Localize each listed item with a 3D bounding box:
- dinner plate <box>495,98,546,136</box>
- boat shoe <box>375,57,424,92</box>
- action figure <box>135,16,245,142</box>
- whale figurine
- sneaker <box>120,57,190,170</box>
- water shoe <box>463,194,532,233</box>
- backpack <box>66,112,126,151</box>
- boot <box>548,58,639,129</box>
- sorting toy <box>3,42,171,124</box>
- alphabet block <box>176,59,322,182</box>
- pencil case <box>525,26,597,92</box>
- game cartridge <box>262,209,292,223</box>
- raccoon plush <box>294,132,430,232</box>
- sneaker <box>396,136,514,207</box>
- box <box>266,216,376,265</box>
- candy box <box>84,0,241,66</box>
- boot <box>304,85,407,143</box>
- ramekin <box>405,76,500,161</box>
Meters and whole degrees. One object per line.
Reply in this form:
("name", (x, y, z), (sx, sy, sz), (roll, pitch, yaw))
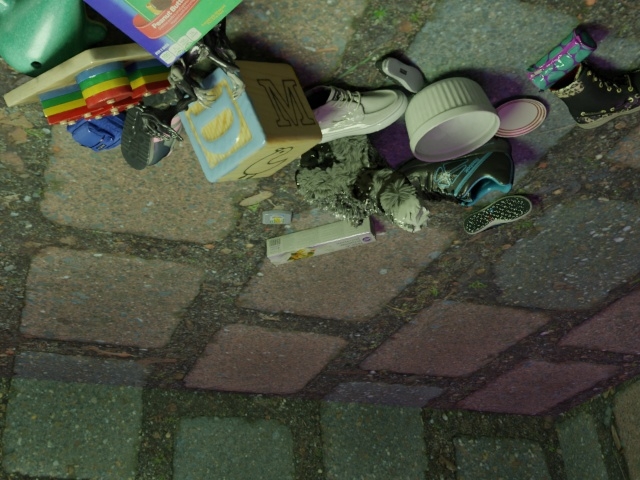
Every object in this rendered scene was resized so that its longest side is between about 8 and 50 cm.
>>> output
("dinner plate", (0.469, -0.297, 1.824), (0.141, 0.017, 0.141), (-2, 150, -1))
("boat shoe", (0.174, -0.363, 1.657), (0.040, 0.049, 0.142), (17, 178, 44))
("action figure", (-0.228, -0.307, 1.435), (0.141, 0.275, 0.164), (38, 162, -24))
("whale figurine", (-0.502, -0.405, 1.403), (0.216, 0.141, 0.272), (18, 145, -31))
("sneaker", (-0.340, -0.301, 1.664), (0.131, 0.112, 0.319), (-35, 164, -50))
("water shoe", (0.507, -0.076, 2.170), (0.203, 0.072, 0.080), (-20, 172, 24))
("backpack", (-0.497, -0.251, 1.707), (0.098, 0.101, 0.120), (-19, 152, 34))
("boot", (0.643, -0.351, 1.690), (0.236, 0.085, 0.179), (-28, 140, 35))
("sorting toy", (-0.424, -0.297, 1.475), (0.257, 0.089, 0.255), (-14, -171, 34))
("alphabet block", (-0.148, -0.250, 1.597), (0.192, 0.193, 0.197), (-28, 171, 37))
("pencil case", (0.515, -0.388, 1.630), (0.070, 0.064, 0.152), (-12, 159, -41))
("game cartridge", (-0.123, -0.066, 2.143), (0.083, 0.017, 0.056), (-1, 145, -5))
("raccoon plush", (0.124, -0.076, 1.810), (0.216, 0.446, 0.299), (-41, 139, 7))
("sneaker", (0.326, -0.149, 1.935), (0.341, 0.139, 0.125), (-19, 149, 27))
("box", (0.000, 0.000, 2.219), (0.324, 0.067, 0.063), (-15, 148, 15))
("candy box", (-0.276, -0.486, 1.251), (0.268, 0.122, 0.317), (-37, 139, 16))
("boot", (0.057, -0.299, 1.696), (0.258, 0.095, 0.123), (-17, 148, 18))
("ramekin", (0.289, -0.275, 1.714), (0.207, 0.109, 0.207), (-14, 158, -6))
